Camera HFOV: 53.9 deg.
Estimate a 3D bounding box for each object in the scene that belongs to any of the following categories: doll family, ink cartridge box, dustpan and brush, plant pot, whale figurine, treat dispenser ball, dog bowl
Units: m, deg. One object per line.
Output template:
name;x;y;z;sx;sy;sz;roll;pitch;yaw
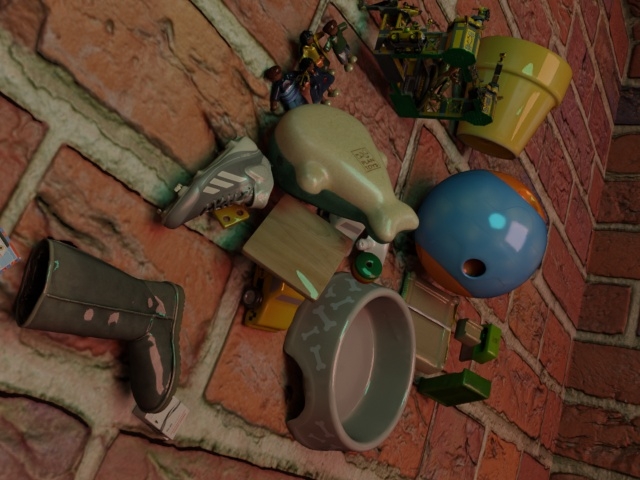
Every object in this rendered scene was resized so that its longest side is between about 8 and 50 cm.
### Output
doll family;-0.017;-0.288;1.050;0.111;0.076;0.193;51;57;-49
ink cartridge box;-0.215;0.241;0.873;0.048;0.028;0.083;-60;137;-30
dustpan and brush;0.102;0.007;1.221;0.211;0.060;0.147;-37;142;-84
plant pot;0.459;-0.343;1.571;0.254;0.254;0.239;24;91;-52
whale figurine;0.029;-0.091;1.004;0.272;0.141;0.216;49;40;14
treat dispenser ball;0.353;-0.015;1.401;0.288;0.288;0.288;-8;100;-53
dog bowl;0.070;0.237;1.201;0.349;0.102;0.349;-8;100;-54

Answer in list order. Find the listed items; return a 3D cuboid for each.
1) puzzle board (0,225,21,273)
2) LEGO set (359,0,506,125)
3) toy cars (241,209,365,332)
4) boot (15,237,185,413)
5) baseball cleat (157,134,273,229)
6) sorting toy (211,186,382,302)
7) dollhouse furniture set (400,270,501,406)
puzzle board;-0.376;-0.005;0.641;0.096;0.011;0.128;-48;130;-40
LEGO set;0.241;-0.383;1.249;0.331;0.255;0.192;34;66;-54
toy cars;0.000;0.000;1.090;0.394;0.087;0.176;-48;130;-40
boot;-0.261;0.111;0.759;0.208;0.076;0.190;27;57;-59
baseball cleat;-0.133;-0.069;0.894;0.109;0.072;0.206;43;54;-10
sorting toy;-0.045;0.011;0.965;0.274;0.046;0.132;35;53;-2
dollhouse furniture set;0.256;0.236;1.484;0.301;0.151;0.197;31;58;-20
